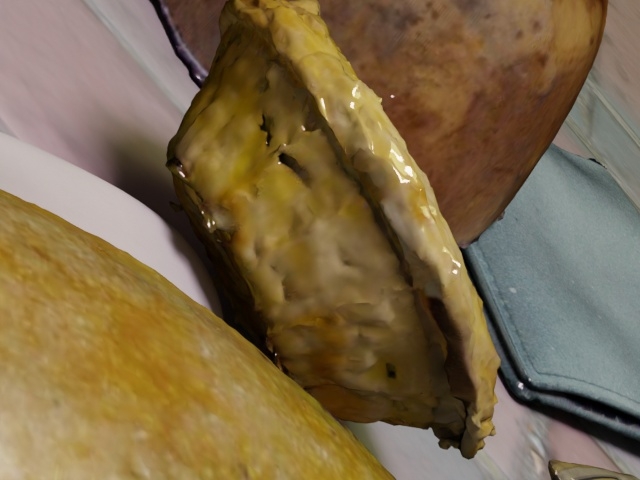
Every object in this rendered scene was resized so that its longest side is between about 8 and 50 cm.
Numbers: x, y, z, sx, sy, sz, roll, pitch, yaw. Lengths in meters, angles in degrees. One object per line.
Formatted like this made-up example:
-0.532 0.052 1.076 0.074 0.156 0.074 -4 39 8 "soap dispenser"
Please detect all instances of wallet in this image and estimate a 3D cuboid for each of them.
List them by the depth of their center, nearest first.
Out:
0.165 0.025 1.175 0.290 0.054 0.251 24 32 -48 "wallet"

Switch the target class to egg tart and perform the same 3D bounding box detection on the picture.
-0.001 0.001 0.754 0.212 0.090 0.212 62 -5 10 "egg tart"

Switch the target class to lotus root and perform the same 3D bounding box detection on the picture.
0.052 -0.149 1.012 0.272 0.192 0.272 35 23 -18 "lotus root"

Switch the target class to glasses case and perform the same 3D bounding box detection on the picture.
-0.095 0.001 0.675 0.164 0.041 0.063 26 30 -49 "glasses case"

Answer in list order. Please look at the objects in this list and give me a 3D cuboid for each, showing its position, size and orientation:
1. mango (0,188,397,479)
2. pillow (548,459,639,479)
-0.065 0.084 0.386 0.329 0.176 0.175 23 -11 -19 "mango"
0.183 0.200 0.935 0.113 0.038 0.203 22 37 -59 "pillow"
